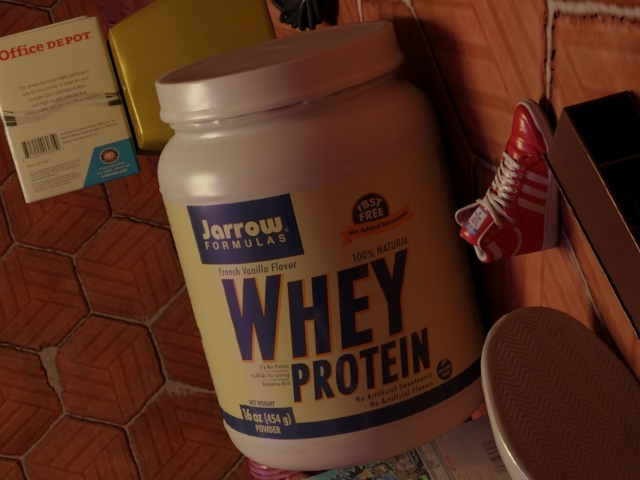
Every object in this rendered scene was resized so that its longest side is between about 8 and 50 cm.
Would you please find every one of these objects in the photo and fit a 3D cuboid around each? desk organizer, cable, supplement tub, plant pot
[{"bbox_3d":[0.175,-0.016,0.813,0.050,0.047,0.130,97,154,-58],"label":"desk organizer"},{"bbox_3d":[-0.023,-0.281,1.430,0.184,0.047,0.150,93,153,-53],"label":"cable"},{"bbox_3d":[0.000,0.000,1.205,0.235,0.235,0.325,-144,39,-72],"label":"supplement tub"},{"bbox_3d":[-0.158,-0.207,1.812,0.212,0.187,0.212,160,94,-79],"label":"plant pot"}]

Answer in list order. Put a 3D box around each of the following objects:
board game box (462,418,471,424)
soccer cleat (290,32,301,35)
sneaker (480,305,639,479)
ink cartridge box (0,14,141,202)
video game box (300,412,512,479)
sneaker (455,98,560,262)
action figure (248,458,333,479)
[{"bbox_3d":[0.130,0.211,1.423,0.145,0.027,0.281,99,152,-63],"label":"board game box"},{"bbox_3d":[-0.059,-0.135,1.523,0.331,0.143,0.116,180,68,-80],"label":"soccer cleat"},{"bbox_3d":[0.179,0.198,0.954,0.169,0.108,0.292,94,156,-54],"label":"sneaker"},{"bbox_3d":[-0.322,-0.164,1.803,0.086,0.148,0.203,-153,48,-78],"label":"ink cartridge box"},{"bbox_3d":[0.102,0.255,1.208,0.205,0.187,0.048,-117,15,-46],"label":"video game box"},{"bbox_3d":[0.124,-0.035,0.980,0.042,0.067,0.118,-123,20,-54],"label":"sneaker"},{"bbox_3d":[-0.008,0.307,1.676,0.370,0.276,0.248,63,180,-26],"label":"action figure"}]
